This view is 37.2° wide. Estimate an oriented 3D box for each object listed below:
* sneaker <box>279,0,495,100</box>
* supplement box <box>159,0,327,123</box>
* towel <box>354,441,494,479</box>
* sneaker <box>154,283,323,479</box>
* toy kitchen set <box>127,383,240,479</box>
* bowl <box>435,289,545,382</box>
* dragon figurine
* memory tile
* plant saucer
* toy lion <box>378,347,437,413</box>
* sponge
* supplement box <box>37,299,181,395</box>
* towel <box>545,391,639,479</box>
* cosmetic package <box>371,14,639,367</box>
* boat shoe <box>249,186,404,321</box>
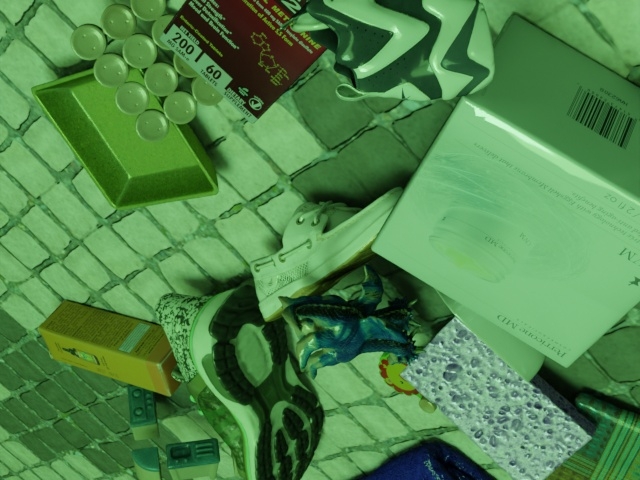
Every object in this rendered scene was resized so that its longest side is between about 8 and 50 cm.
[{"bbox_3d":[0.035,-0.214,0.731,0.153,0.094,0.235,-13,96,1],"label":"sneaker"},{"bbox_3d":[-0.037,-0.226,0.882,0.130,0.073,0.239,42,139,-9],"label":"supplement box"},{"bbox_3d":[0.158,0.419,1.403,0.227,0.076,0.308,37,140,-6],"label":"towel"},{"bbox_3d":[-0.122,0.216,1.357,0.182,0.158,0.410,17,133,38],"label":"sneaker"},{"bbox_3d":[-0.200,0.284,1.519,0.207,0.166,0.122,-6,138,-10],"label":"toy kitchen set"},{"bbox_3d":[0.179,0.069,1.006,0.053,0.142,0.142,-44,110,7],"label":"bowl"},{"bbox_3d":[0.038,0.083,1.022,0.144,0.085,0.289,-20,157,2],"label":"dragon figurine"},{"bbox_3d":[-0.180,-0.186,1.009,0.113,0.012,0.148,-34,114,2],"label":"memory tile"},{"bbox_3d":[-0.221,-0.130,1.124,0.188,0.045,0.188,-6,126,38],"label":"plant saucer"},{"bbox_3d":[0.121,0.169,1.213,0.096,0.034,0.100,35,141,10],"label":"toy lion"},{"bbox_3d":[0.207,0.189,1.122,0.210,0.031,0.117,42,122,6],"label":"sponge"},{"bbox_3d":[-0.314,0.162,1.458,0.233,0.080,0.078,11,135,22],"label":"supplement box"},{"bbox_3d":[0.453,0.331,1.149,0.370,0.040,0.271,23,139,15],"label":"towel"},{"bbox_3d":[0.200,-0.036,0.866,0.224,0.138,0.225,31,142,3],"label":"cosmetic package"},{"bbox_3d":[0.000,0.000,1.070,0.277,0.098,0.096,-36,78,43],"label":"boat shoe"}]
